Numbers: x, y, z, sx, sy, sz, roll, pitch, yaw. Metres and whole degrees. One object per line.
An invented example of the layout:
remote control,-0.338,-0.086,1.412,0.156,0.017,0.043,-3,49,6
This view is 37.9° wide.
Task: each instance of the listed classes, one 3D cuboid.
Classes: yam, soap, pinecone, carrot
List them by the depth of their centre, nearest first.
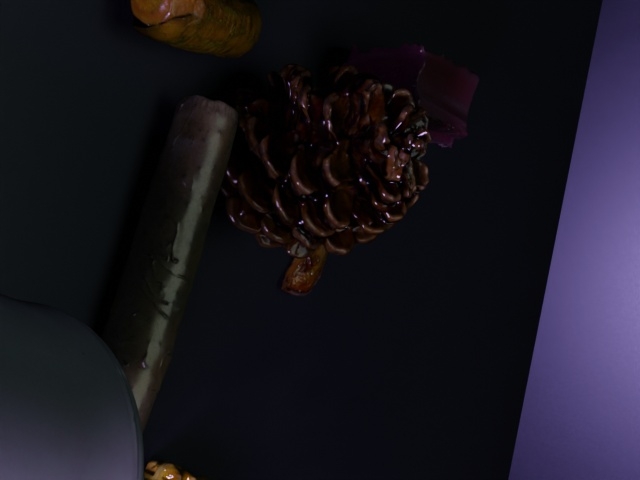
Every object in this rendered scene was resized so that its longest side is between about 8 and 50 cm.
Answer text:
carrot,-0.127,-0.230,0.941,0.173,0.082,0.082,-10,110,-69
yam,-0.167,0.032,0.976,0.083,0.083,0.372,31,76,-63
pinecone,0.011,-0.092,1.088,0.243,0.257,0.244,-1,90,-74
soap,0.132,-0.203,1.352,0.289,0.182,0.112,8,93,-58

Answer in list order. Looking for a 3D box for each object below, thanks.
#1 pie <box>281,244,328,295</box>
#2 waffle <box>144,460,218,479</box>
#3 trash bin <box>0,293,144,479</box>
pie,0.000,0.002,1.349,0.191,0.033,0.088,-68,156,-19
waffle,-0.185,0.360,1.111,0.229,0.057,0.219,-6,106,-63
trash bin,-0.304,0.126,0.535,0.432,0.280,0.280,41,65,-57
